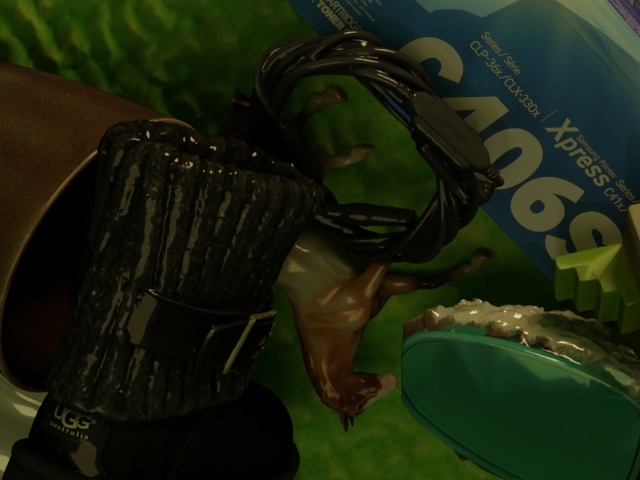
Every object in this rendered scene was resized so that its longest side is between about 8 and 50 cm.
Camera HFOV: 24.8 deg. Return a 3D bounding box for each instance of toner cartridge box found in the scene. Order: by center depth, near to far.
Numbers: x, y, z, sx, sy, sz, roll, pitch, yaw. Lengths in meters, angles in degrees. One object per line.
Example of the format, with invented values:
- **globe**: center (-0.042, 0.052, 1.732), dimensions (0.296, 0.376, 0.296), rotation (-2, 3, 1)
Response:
- **toner cartridge box**: center (0.124, -0.134, 0.990), dimensions (0.165, 0.075, 0.348), rotation (-38, 106, 26)

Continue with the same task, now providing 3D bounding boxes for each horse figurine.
- **horse figurine**: center (0.000, 0.000, 1.096), dimensions (0.174, 0.066, 0.263), rotation (-38, 107, 21)

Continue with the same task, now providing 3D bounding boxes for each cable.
- **cable**: center (0.025, -0.063, 0.994), dimensions (0.184, 0.047, 0.150), rotation (40, 134, -13)

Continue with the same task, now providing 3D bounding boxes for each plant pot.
- **plant pot**: center (-0.235, -0.043, 1.043), dimensions (0.230, 0.215, 0.215), rotation (32, 123, 21)

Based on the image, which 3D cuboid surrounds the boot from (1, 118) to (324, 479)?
- **boot**: center (-0.074, 0.060, 1.015), dimensions (0.131, 0.348, 0.260), rotation (18, 93, 16)

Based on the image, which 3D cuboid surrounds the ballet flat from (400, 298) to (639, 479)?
- **ballet flat**: center (0.253, 0.140, 1.056), dimensions (0.408, 0.147, 0.147), rotation (23, 121, 9)

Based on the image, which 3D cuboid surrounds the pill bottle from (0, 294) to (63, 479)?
- **pill bottle**: center (-0.255, 0.189, 1.184), dimensions (0.181, 0.181, 0.323), rotation (26, 120, -4)

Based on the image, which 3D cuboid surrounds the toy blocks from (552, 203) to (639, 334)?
- **toy blocks**: center (0.366, 0.079, 0.911), dimensions (0.381, 0.261, 0.191), rotation (-12, 151, 0)
